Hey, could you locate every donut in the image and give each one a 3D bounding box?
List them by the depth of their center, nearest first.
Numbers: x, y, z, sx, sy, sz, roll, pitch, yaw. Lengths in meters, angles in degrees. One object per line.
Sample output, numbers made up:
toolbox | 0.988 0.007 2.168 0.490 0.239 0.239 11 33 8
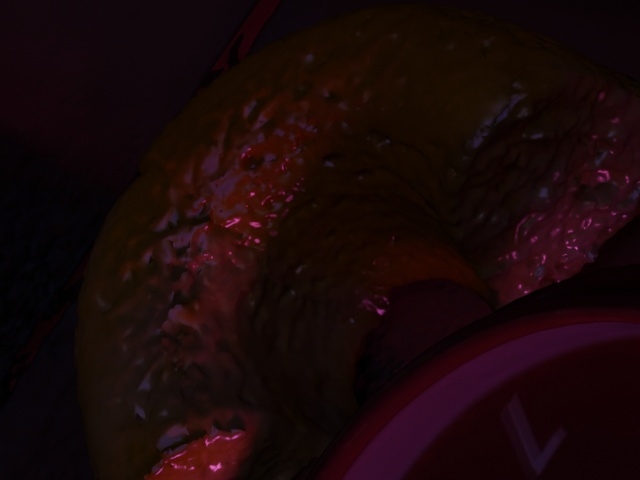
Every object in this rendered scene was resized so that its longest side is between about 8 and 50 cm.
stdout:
donut | -0.006 0.001 0.663 0.259 0.101 0.152 -48 48 6

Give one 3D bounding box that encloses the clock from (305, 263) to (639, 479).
clock | 0.090 0.163 0.501 0.318 0.080 0.318 -16 68 45
